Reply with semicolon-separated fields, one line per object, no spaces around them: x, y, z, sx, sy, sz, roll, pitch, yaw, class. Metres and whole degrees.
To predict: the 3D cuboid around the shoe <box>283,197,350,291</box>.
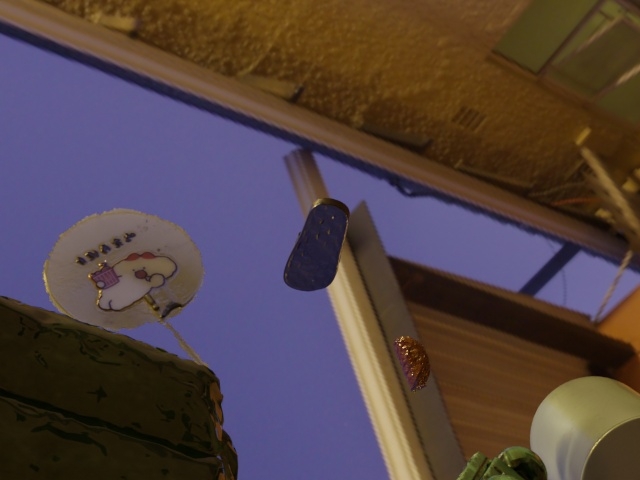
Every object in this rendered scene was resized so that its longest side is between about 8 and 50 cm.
0.000;0.000;1.127;0.071;0.179;0.049;17;-135;-3;shoe

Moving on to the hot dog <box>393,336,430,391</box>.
0.136;0.179;1.210;0.035;0.058;0.083;-11;-120;-17;hot dog

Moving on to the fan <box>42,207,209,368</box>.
-0.208;0.085;1.037;0.329;0.191;0.009;58;-172;-39;fan

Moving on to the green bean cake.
-0.163;0.223;0.387;0.169;0.300;0.308;22;-145;-20;green bean cake

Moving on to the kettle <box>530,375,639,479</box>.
0.401;0.324;1.175;0.318;0.265;0.205;8;-109;-87;kettle

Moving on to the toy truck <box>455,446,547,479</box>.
0.189;0.277;0.606;0.259;0.135;0.128;42;-167;15;toy truck
